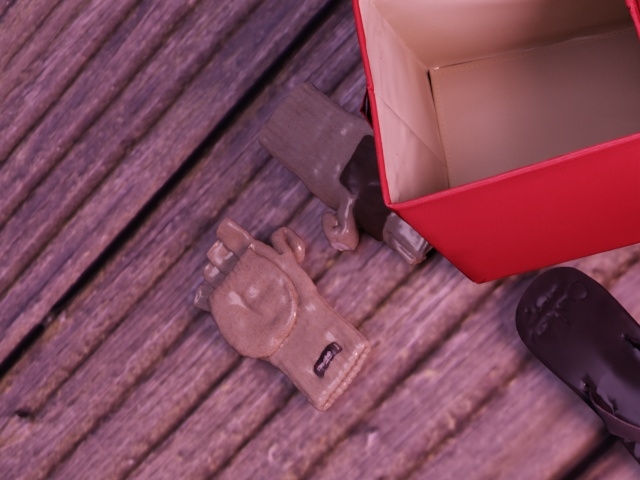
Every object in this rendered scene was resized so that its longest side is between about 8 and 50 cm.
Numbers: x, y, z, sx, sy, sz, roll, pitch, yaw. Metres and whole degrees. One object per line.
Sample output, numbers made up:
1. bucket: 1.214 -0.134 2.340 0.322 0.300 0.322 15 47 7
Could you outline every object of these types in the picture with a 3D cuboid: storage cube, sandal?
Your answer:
1. storage cube: 0.152 -0.097 0.909 0.215 0.193 0.184 -16 66 20
2. sandal: 0.231 0.108 0.888 0.254 0.054 0.097 36 96 37

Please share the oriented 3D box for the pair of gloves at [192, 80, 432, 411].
1. pair of gloves: 0.000 0.000 1.089 0.204 0.042 0.240 32 95 33
